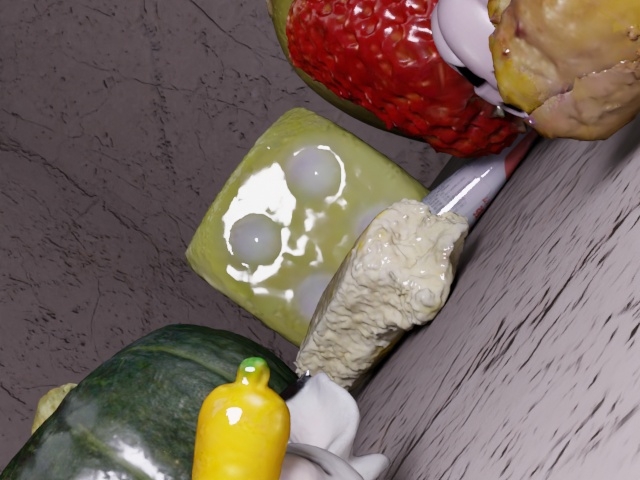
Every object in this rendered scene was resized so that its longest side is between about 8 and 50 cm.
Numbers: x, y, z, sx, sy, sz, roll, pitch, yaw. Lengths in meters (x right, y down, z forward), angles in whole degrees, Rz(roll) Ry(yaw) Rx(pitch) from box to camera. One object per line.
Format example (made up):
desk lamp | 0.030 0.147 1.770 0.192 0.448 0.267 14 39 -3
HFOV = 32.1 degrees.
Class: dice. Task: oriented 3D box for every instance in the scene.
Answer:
dice | 0.000 0.000 1.297 0.233 0.238 0.227 -55 -2 -3

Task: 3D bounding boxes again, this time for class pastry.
pastry | 0.048 0.056 0.971 0.258 0.089 0.121 117 175 -59

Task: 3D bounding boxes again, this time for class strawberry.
strawberry | 0.085 -0.184 1.013 0.205 0.244 0.205 10 -90 -67

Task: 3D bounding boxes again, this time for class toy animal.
toy animal | -0.028 0.112 0.446 0.182 0.131 0.127 -43 14 -31

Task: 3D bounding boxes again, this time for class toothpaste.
toothpaste | 0.152 -0.058 1.071 0.234 0.057 0.089 -48 1 0

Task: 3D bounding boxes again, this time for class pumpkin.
pumpkin | -0.128 0.187 0.776 0.300 0.207 0.300 -46 -1 -1

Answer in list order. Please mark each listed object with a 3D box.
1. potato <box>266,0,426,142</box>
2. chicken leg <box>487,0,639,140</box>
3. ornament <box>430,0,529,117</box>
potato | 0.102 -0.317 1.315 0.442 0.319 0.385 -11 -67 -74
chicken leg | 0.176 -0.178 0.469 0.295 0.182 0.409 -64 15 0
ornament | 0.162 -0.183 0.816 0.177 0.177 0.177 -55 -1 -2
